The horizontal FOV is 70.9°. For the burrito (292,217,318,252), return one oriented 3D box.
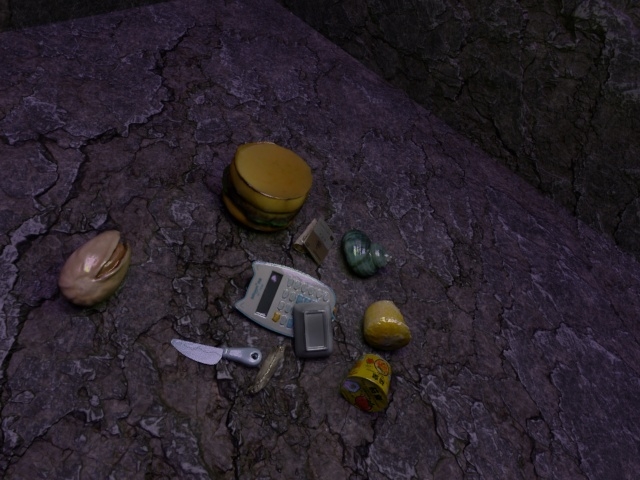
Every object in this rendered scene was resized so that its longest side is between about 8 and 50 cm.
[{"bbox_3d":[-0.049,-0.023,2.091,0.087,0.060,0.226,50,43,-18],"label":"burrito"}]

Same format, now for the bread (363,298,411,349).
[{"bbox_3d":[0.270,0.353,1.846,0.197,0.197,0.170,12,43,-13],"label":"bread"}]

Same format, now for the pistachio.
[{"bbox_3d":[-0.802,0.094,1.624,0.193,0.214,0.317,60,27,-29],"label":"pistachio"}]

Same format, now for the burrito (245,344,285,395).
[{"bbox_3d":[-0.193,0.468,1.643,0.058,0.063,0.229,14,44,27],"label":"burrito"}]

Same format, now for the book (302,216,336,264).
[{"bbox_3d":[0.000,0.000,2.079,0.138,0.016,0.198,54,44,-23],"label":"book"}]

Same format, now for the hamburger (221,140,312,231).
[{"bbox_3d":[-0.237,-0.227,2.040,0.396,0.277,0.395,14,51,-17],"label":"hamburger"}]

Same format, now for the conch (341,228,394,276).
[{"bbox_3d":[0.205,0.060,2.070,0.278,0.195,0.220,12,31,30],"label":"conch"}]

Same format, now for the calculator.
[{"bbox_3d":[-0.124,0.244,1.790,0.387,0.054,0.255,22,77,-2],"label":"calculator"}]

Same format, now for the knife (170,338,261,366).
[{"bbox_3d":[-0.380,0.413,1.632,0.332,0.044,0.080,9,57,-8],"label":"knife"}]

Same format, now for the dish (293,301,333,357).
[{"bbox_3d":[-0.023,0.344,1.727,0.152,0.077,0.212,-2,83,-10],"label":"dish"}]

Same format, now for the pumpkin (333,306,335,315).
[{"bbox_3d":[0.033,0.281,1.873,0.054,0.083,0.074,-6,52,-6],"label":"pumpkin"}]

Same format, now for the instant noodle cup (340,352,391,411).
[{"bbox_3d":[0.182,0.523,1.685,0.182,0.182,0.144,31,39,4],"label":"instant noodle cup"}]
